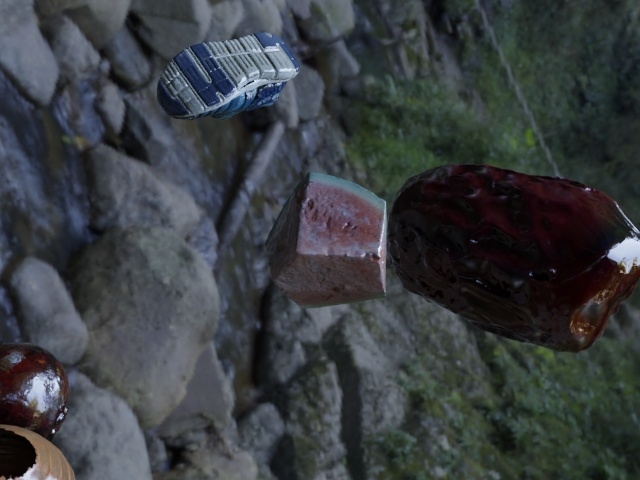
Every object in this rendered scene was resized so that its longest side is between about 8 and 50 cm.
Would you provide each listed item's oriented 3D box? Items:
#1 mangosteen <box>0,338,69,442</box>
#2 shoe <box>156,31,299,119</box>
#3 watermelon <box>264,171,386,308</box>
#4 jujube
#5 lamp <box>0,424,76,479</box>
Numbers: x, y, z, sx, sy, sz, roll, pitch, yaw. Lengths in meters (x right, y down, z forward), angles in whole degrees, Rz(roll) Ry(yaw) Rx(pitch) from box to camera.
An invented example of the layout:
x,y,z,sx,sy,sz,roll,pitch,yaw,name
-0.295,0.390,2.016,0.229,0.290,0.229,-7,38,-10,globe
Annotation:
x,y,z,sx,sy,sz,roll,pitch,yaw,name
-0.419,0.201,1.223,0.184,0.172,0.172,48,13,1,mangosteen
-0.087,-0.140,0.844,0.064,0.142,0.071,52,-37,16,shoe
0.005,-0.001,0.610,0.072,0.084,0.092,138,-61,-87,watermelon
0.285,0.020,1.369,0.258,0.376,0.259,-36,132,-54,jujube
-0.241,0.201,0.673,0.136,0.136,0.137,-16,90,-78,lamp
